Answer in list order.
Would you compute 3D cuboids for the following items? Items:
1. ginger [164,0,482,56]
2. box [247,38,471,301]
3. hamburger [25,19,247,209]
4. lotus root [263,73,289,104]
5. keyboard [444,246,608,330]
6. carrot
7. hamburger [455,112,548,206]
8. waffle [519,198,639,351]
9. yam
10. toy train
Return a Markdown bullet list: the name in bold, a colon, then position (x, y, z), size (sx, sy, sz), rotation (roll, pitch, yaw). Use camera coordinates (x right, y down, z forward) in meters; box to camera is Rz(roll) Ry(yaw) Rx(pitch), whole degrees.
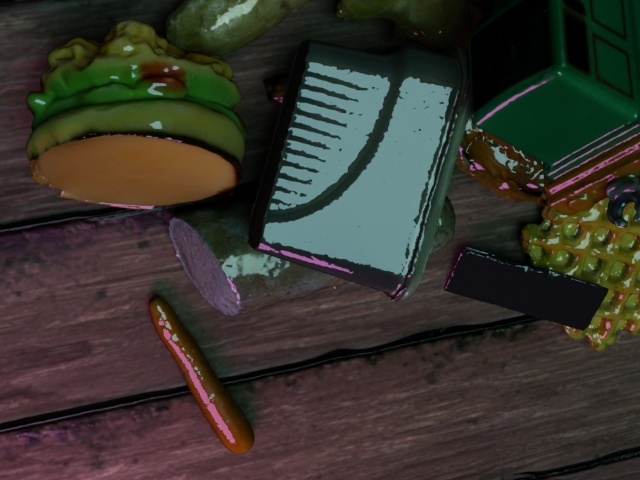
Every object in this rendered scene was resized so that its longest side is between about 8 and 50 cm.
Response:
- **ginger**: position (0.040, -0.336, 1.310), size (0.348, 0.122, 0.363), rotation (1, 122, -28)
- **box**: position (0.041, -0.088, 1.313), size (0.178, 0.138, 0.274), rotation (14, 93, -12)
- **hamburger**: position (-0.186, -0.131, 1.295), size (0.237, 0.237, 0.149), rotation (5, 70, -20)
- **lotus root**: position (0.028, -0.143, 1.414), size (0.190, 0.094, 0.108), rotation (24, 70, -23)
- **keyboard**: position (0.260, 0.060, 1.586), size (0.196, 0.015, 0.074), rotation (16, 128, -7)
- **carrot**: position (-0.145, 0.165, 1.517), size (0.043, 0.043, 0.248), rotation (-30, 116, -4)
- **hamburger**: position (0.242, -0.138, 1.466), size (0.206, 0.130, 0.183), rotation (31, 97, -24)
- **waffle**: position (0.391, 0.010, 1.618), size (0.291, 0.051, 0.291), rotation (-6, 115, -12)
- **yam**: position (0.000, 0.000, 1.450), size (0.330, 0.133, 0.133), rotation (-12, 115, -17)
- **toy train**: position (0.271, -0.216, 1.302), size (0.249, 0.429, 0.178), rotation (21, 146, -31)
